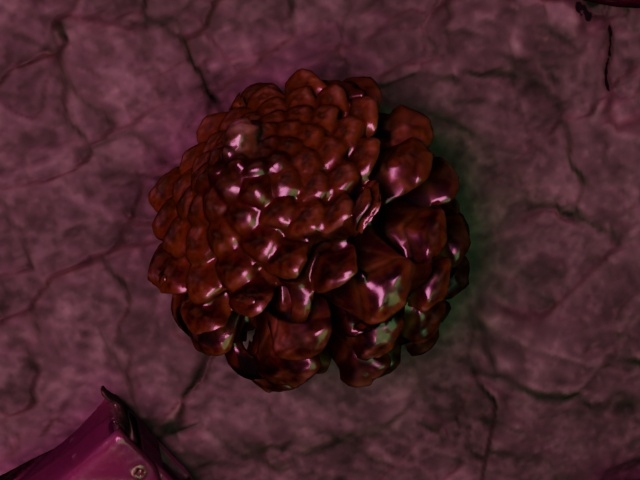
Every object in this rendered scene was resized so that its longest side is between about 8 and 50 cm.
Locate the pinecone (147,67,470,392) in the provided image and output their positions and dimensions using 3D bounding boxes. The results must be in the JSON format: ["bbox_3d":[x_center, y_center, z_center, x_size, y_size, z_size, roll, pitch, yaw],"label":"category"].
[{"bbox_3d":[0.000,0.000,0.910,0.173,0.173,0.174,-4,111,-10],"label":"pinecone"}]

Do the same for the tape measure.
[{"bbox_3d":[-0.118,0.157,0.979,0.118,0.074,0.125,-41,110,6],"label":"tape measure"}]

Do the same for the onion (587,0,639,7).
[{"bbox_3d":[0.153,-0.219,0.858,0.230,0.163,0.230,10,133,11],"label":"onion"}]
